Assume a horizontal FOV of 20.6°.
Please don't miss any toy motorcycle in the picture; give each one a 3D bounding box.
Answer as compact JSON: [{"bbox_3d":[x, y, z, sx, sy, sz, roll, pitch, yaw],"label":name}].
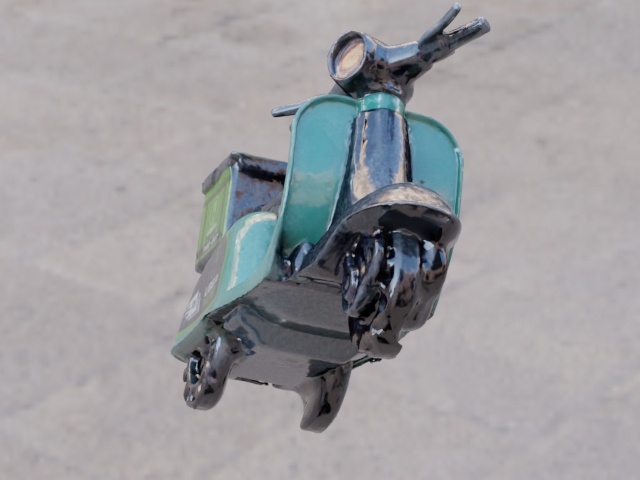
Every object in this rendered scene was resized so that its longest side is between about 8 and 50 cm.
[{"bbox_3d":[0.000,0.000,0.528,0.058,0.100,0.173,12,-20,-17],"label":"toy motorcycle"}]
